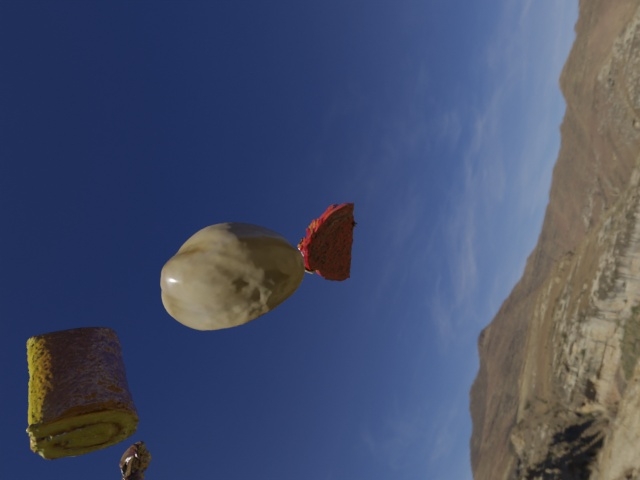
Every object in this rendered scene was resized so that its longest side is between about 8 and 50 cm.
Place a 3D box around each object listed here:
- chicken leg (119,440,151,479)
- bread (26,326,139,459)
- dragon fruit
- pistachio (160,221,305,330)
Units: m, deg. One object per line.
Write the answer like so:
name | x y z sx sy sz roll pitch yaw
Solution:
chicken leg | -0.337 0.453 0.746 0.108 0.251 0.087 -28 -73 -7
bread | -0.344 0.211 0.608 0.132 0.172 0.103 1 -60 -37
dragon fruit | 0.000 0.000 0.782 0.107 0.083 0.162 -17 -53 -30
pistachio | -0.090 0.035 0.444 0.113 0.149 0.112 -5 -90 -89
